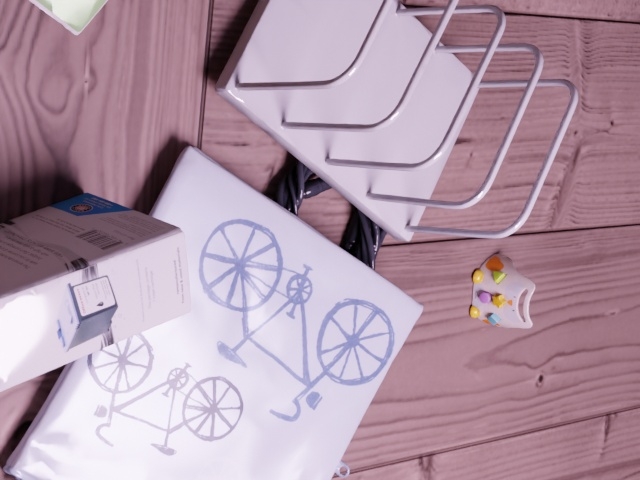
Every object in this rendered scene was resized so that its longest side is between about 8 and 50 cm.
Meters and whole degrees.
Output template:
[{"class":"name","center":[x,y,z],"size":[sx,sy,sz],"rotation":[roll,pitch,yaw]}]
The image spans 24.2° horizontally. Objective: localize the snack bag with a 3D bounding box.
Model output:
[{"class":"snack bag","center":[-0.086,0.134,1.391],"size":[0.323,0.037,0.343],"rotation":[34,79,-32]}]

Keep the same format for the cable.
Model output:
[{"class":"cable","center":[0.000,0.000,1.467],"size":[0.150,0.047,0.185],"rotation":[39,75,-43]}]

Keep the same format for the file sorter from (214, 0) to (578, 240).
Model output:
[{"class":"file sorter","center":[0.084,-0.144,1.387],"size":[0.277,0.173,0.193],"rotation":[38,70,-37]}]

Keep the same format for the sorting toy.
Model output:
[{"class":"sorting toy","center":[0.210,0.065,1.667],"size":[0.044,0.075,0.083],"rotation":[-10,108,-42]}]

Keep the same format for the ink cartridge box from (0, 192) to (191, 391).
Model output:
[{"class":"ink cartridge box","center":[-0.222,0.036,1.199],"size":[0.190,0.139,0.082],"rotation":[-24,119,-37]}]

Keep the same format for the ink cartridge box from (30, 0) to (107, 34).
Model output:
[{"class":"ink cartridge box","center":[-0.184,-0.305,1.200],"size":[0.235,0.056,0.171],"rotation":[-47,133,8]}]
